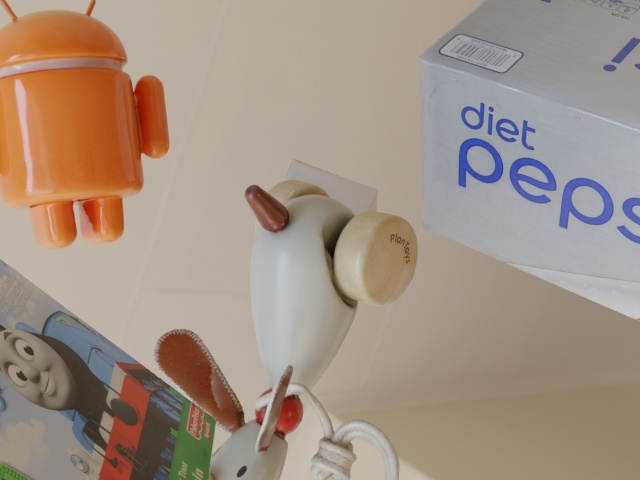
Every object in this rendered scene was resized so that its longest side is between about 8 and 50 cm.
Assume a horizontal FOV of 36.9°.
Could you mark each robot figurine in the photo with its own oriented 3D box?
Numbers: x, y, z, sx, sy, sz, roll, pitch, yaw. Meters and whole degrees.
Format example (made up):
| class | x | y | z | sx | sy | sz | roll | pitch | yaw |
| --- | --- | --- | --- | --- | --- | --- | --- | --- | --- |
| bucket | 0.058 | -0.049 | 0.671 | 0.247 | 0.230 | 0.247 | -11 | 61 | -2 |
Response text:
| class | x | y | z | sx | sy | sz | roll | pitch | yaw |
| --- | --- | --- | --- | --- | --- | --- | --- | --- | --- |
| robot figurine | -0.222 | -0.104 | 0.840 | 0.128 | 0.158 | 0.220 | -17 | -81 | -80 |

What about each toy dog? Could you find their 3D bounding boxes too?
| class | x | y | z | sx | sy | sz | roll | pitch | yaw |
| --- | --- | --- | --- | --- | --- | --- | --- | --- | --- |
| toy dog | -0.047 | 0.084 | 0.841 | 0.161 | 0.220 | 0.334 | 28 | -118 | -44 |

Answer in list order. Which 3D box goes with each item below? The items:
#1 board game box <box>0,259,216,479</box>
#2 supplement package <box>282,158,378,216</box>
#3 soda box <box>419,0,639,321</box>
| class | x | y | z | sx | sy | sz | roll | pitch | yaw |
| --- | --- | --- | --- | --- | --- | --- | --- | --- | --- |
| board game box | -0.137 | 0.067 | 0.380 | 0.211 | 0.160 | 0.039 | 40 | -73 | -17 |
| supplement package | 0.000 | 0.000 | 1.105 | 0.179 | 0.105 | 0.105 | 83 | -151 | -72 |
| soda box | 0.178 | -0.012 | 0.364 | 0.091 | 0.286 | 0.098 | -43 | -36 | -33 |
